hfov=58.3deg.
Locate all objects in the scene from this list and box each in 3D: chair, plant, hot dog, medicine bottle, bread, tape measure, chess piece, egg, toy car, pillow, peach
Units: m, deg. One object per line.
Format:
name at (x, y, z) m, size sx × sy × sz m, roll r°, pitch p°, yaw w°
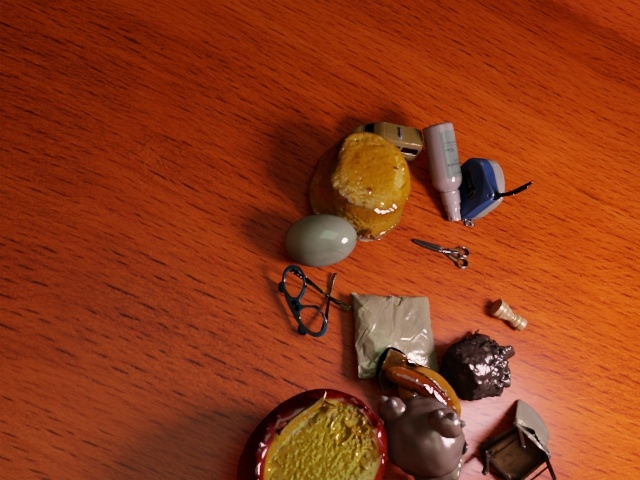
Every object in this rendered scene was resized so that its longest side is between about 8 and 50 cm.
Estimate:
chair at (0.605, 0.643, 1.763) m, size 0.160 × 0.319 × 0.186 m, roll 46°, pitch 106°, yaw 6°
plant at (0.499, 0.397, 1.807) m, size 0.234 × 0.204 × 0.178 m, roll -11°, pitch 110°, yaw -36°
hot dog at (0.304, 0.473, 1.702) m, size 0.326 × 0.107 × 0.194 m, roll 34°, pitch 75°, yaw -11°
medicine bottle at (0.453, -0.243, 2.074) m, size 0.110 × 0.110 × 0.351 m, roll -13°, pitch 94°, yaw -23°
bread at (0.137, -0.186, 1.927) m, size 0.337 × 0.204 × 0.358 m, roll 16°, pitch 66°, yaw -4°
tape measure at (0.590, -0.210, 2.004) m, size 0.098 × 0.351 × 0.215 m, roll 1°, pitch 69°, yaw -20°
chess piece at (0.653, 0.260, 1.984) m, size 0.122 × 0.066 × 0.066 m, roll 33°, pitch 61°, yaw -8°
egg at (0.000, 0.000, 1.808) m, size 0.231 × 0.168 × 0.167 m, roll -7°, pitch 68°, yaw 4°
toy car at (0.239, -0.365, 2.083) m, size 0.257 × 0.124 × 0.101 m, roll 8°, pitch 64°, yaw -16°
pillow at (0.236, 0.299, 1.817) m, size 0.281 × 0.076 × 0.274 m, roll 5°, pitch 66°, yaw -17°
peach at (-0.027, 0.579, 1.479) m, size 0.335 × 0.310 × 0.406 m, roll 41°, pitch 68°, yaw 7°

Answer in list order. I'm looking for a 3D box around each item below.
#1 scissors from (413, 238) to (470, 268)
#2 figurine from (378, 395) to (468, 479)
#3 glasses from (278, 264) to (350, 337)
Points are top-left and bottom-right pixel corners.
scissors at (0.428, 0.034, 2.033) m, size 0.220 × 0.017 × 0.088 m, roll 19°, pitch 63°, yaw -9°
figurine at (0.287, 0.583, 1.569) m, size 0.203 × 0.249 × 0.380 m, roll -45°, pitch 130°, yaw -40°
glasses at (-0.002, 0.165, 1.781) m, size 0.207 × 0.102 × 0.239 m, roll -23°, pitch 76°, yaw -25°
